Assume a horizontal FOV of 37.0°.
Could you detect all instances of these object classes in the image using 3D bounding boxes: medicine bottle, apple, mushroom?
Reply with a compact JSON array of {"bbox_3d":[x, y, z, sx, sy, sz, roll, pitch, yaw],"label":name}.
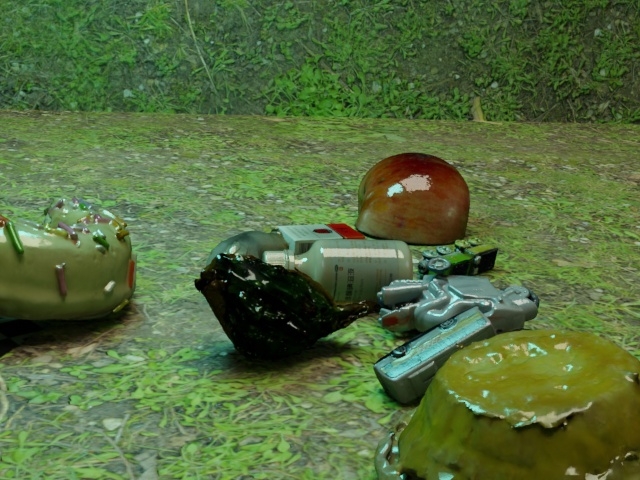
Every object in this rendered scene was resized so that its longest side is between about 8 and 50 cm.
[{"bbox_3d":[0.026,0.053,1.633,0.252,0.114,0.114,2,17,-9],"label":"medicine bottle"},{"bbox_3d":[0.201,-0.109,2.116,0.251,0.163,0.293,4,16,-6],"label":"apple"},{"bbox_3d":[-0.132,0.030,1.712,0.096,0.099,0.278,14,16,12],"label":"mushroom"}]

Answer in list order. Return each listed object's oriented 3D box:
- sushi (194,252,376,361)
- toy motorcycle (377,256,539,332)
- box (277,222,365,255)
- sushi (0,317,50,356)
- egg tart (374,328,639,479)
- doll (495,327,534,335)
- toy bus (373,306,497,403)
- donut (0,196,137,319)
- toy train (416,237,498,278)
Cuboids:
[{"bbox_3d":[-0.065,0.109,1.399,0.287,0.149,0.140,22,-20,-21],"label":"sushi"},{"bbox_3d":[0.216,0.115,1.512,0.260,0.110,0.171,2,29,9],"label":"toy motorcycle"},{"bbox_3d":[0.000,0.000,1.911,0.152,0.048,0.100,-5,21,-22],"label":"box"},{"bbox_3d":[-0.587,0.119,1.371,0.294,0.059,0.292,10,19,17],"label":"sushi"},{"bbox_3d":[0.250,0.210,1.076,0.388,0.169,0.388,-6,15,2],"label":"egg tart"},{"bbox_3d":[0.311,0.182,1.336,0.188,0.096,0.145,26,34,29],"label":"doll"},{"bbox_3d":[0.161,0.158,1.317,0.172,0.057,0.072,-30,28,-7],"label":"toy bus"},{"bbox_3d":[-0.450,0.020,1.497,0.307,0.150,0.371,24,15,34],"label":"donut"},{"bbox_3d":[0.267,0.041,1.828,0.202,0.060,0.081,-13,31,-44],"label":"toy train"}]
